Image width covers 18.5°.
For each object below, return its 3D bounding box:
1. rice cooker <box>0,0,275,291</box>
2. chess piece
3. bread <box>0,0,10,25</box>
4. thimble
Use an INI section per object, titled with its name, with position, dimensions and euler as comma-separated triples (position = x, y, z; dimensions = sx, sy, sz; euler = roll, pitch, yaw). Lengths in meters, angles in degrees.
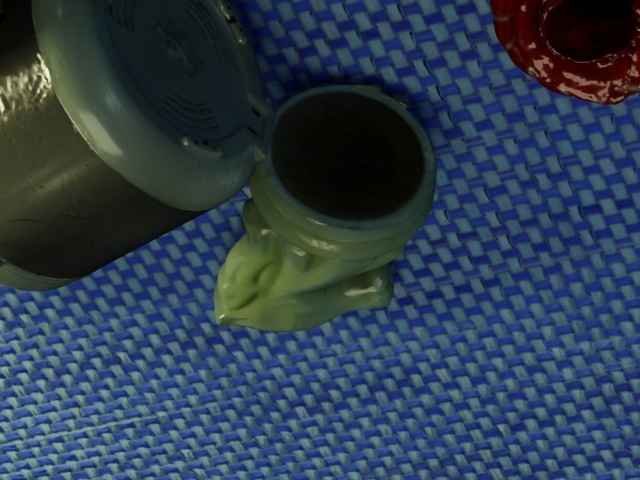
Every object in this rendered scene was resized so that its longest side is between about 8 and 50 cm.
[rice cooker]
position = -0.215, -0.114, 1.712
dimensions = 0.277, 0.288, 0.288
euler = -27, 121, 33
[chess piece]
position = 0.000, 0.000, 1.862
dimensions = 0.175, 0.176, 0.298
euler = 17, 146, -3
[bread]
position = -0.356, -0.286, 1.600
dimensions = 0.167, 0.325, 0.277
euler = -5, 163, -47
[thimble]
position = 0.223, -0.217, 1.614
dimensions = 0.163, 0.125, 0.190
euler = -4, 131, 19
